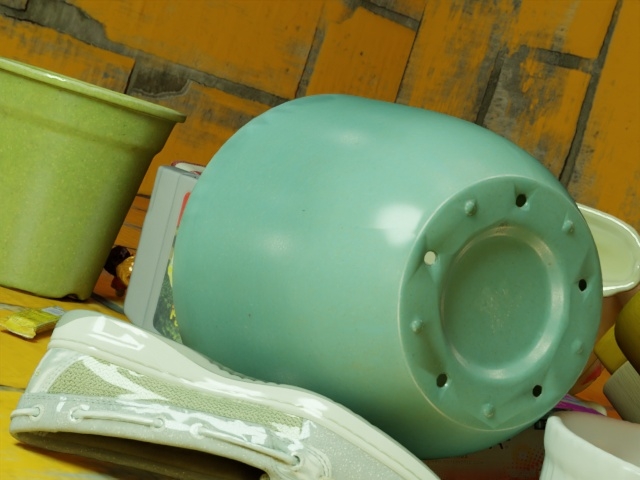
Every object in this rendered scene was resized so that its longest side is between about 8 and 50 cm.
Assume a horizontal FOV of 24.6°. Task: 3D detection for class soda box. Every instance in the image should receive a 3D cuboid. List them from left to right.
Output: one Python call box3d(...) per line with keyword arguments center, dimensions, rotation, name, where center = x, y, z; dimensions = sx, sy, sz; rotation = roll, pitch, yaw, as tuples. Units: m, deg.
box3d(center=(0.125, 0.176, 1.276), dimensions=(0.183, 0.062, 0.058), rotation=(-1, -2, 18), name="soda box")

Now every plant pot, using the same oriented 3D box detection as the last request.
box3d(center=(-0.327, -0.072, 1.767), dimensions=(0.276, 0.253, 0.276), rotation=(17, 4, -1), name="plant pot")
box3d(center=(0.071, 0.034, 1.116), dimensions=(0.293, 0.293, 0.235), rotation=(15, -4, -32), name="plant pot")

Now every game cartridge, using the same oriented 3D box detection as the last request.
box3d(center=(-0.104, 0.043, 1.547), dimensions=(0.060, 0.196, 0.294), rotation=(5, 10, -40), name="game cartridge")

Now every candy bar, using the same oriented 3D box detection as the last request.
box3d(center=(-0.286, 0.082, 1.501), dimensions=(0.040, 0.018, 0.161), rotation=(21, 4, 6), name="candy bar")

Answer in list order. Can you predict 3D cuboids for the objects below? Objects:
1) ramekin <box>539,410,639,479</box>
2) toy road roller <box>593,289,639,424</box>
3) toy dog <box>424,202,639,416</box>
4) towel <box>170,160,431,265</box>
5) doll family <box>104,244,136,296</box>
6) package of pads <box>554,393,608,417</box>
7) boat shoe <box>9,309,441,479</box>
box3d(center=(0.274, 0.229, 1.037), dimensions=(0.277, 0.135, 0.277), rotation=(17, 4, -1), name="ramekin")
box3d(center=(0.345, 0.110, 1.287), dimensions=(0.241, 0.329, 0.202), rotation=(-16, 62, -38), name="toy road roller")
box3d(center=(0.256, 0.101, 1.942), dimensions=(0.395, 0.284, 0.408), rotation=(28, -4, 25), name="toy dog")
box3d(center=(0.000, 0.000, 1.668), dimensions=(0.237, 0.037, 0.329), rotation=(12, 16, -42), name="towel")
box3d(center=(-0.159, 0.016, 1.828), dimensions=(0.163, 0.263, 0.118), rotation=(28, 28, -47), name="doll family")
box3d(center=(0.144, 0.168, 1.460), dimensions=(0.229, 0.101, 0.296), rotation=(14, 11, -44), name="package of pads")
box3d(center=(-0.060, 0.152, 1.031), dimensions=(0.320, 0.103, 0.118), rotation=(23, -23, 9), name="boat shoe")
